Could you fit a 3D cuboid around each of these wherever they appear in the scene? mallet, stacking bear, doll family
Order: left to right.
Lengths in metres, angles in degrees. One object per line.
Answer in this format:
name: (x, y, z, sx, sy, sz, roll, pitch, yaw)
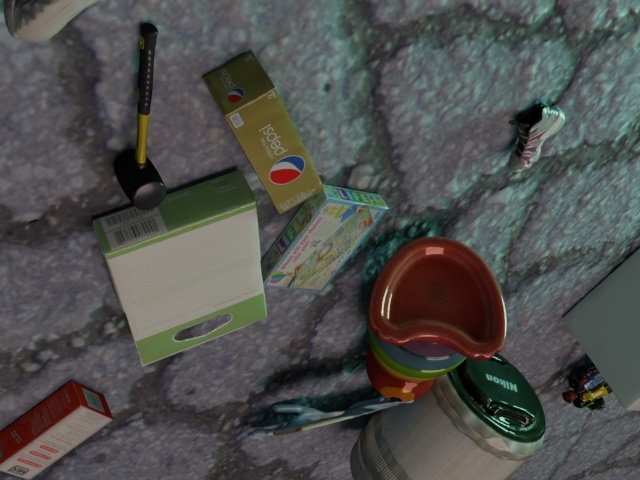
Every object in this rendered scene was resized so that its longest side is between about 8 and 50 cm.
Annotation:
mallet: (-0.164, -0.110, 0.971, 0.039, 0.062, 0.190, -12, 141, -27)
stacking bear: (0.133, 0.131, 1.422, 0.175, 0.164, 0.289, 10, 150, -3)
doll family: (0.516, 0.277, 1.970, 0.111, 0.076, 0.193, -31, 141, 9)

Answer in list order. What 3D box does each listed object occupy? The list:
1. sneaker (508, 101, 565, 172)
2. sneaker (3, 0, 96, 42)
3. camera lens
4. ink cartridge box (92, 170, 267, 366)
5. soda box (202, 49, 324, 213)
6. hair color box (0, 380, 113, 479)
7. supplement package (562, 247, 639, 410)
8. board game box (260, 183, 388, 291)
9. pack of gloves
sneaker: (0.251, -0.132, 1.280, 0.069, 0.038, 0.098, 14, 117, -44)
sneaker: (-0.149, -0.230, 0.811, 0.232, 0.090, 0.115, -40, 148, 15)
camera lens: (0.203, 0.311, 1.641, 0.219, 0.219, 0.274, 9, 130, -43)
ink cartridge box: (-0.151, 0.037, 1.176, 0.171, 0.056, 0.235, -20, 148, -13)
soda box: (-0.055, -0.106, 1.057, 0.058, 0.061, 0.181, -29, 146, -2)
hair color box: (-0.341, 0.241, 1.304, 0.141, 0.043, 0.072, -36, 146, 7)
supplement package: (0.596, 0.159, 1.761, 0.262, 0.198, 0.199, 14, 127, -46)
board game box: (0.000, 0.000, 1.266, 0.103, 0.026, 0.154, 8, 131, -42)
pack of gloves: (0.014, 0.249, 1.545, 0.232, 0.046, 0.195, -8, 169, -34)
